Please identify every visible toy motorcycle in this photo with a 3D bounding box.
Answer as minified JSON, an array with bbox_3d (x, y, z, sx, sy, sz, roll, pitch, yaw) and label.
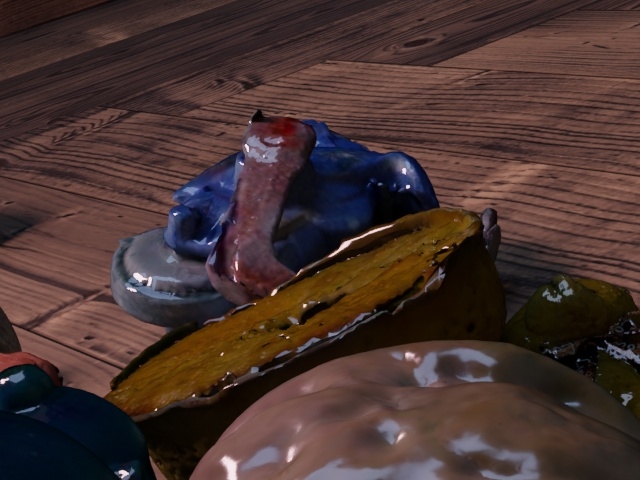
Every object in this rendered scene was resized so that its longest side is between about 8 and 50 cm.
[{"bbox_3d":[-0.005,0.019,1.423,0.319,0.241,0.182,-43,-8,-49],"label":"toy motorcycle"}]

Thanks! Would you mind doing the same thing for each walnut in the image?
[{"bbox_3d":[0.054,0.159,0.707,0.248,0.248,0.248,-13,16,4],"label":"walnut"}]

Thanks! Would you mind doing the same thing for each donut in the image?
[{"bbox_3d":[0.003,0.081,1.151,0.272,0.107,0.272,-28,11,6],"label":"donut"}]

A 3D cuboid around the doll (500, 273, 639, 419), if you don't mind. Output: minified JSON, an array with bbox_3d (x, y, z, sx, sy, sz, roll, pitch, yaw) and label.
[{"bbox_3d":[0.171,0.078,1.130,0.137,0.097,0.209,-14,21,-10],"label":"doll"}]

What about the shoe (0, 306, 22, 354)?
[{"bbox_3d":[-0.378,0.101,1.395,0.159,0.124,0.316,-22,-17,29],"label":"shoe"}]

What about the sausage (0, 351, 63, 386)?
[{"bbox_3d":[-0.228,0.130,1.332,0.076,0.076,0.141,-12,15,10],"label":"sausage"}]

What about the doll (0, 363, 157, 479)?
[{"bbox_3d":[-0.180,0.171,0.960,0.198,0.186,0.322,-13,13,8],"label":"doll"}]
